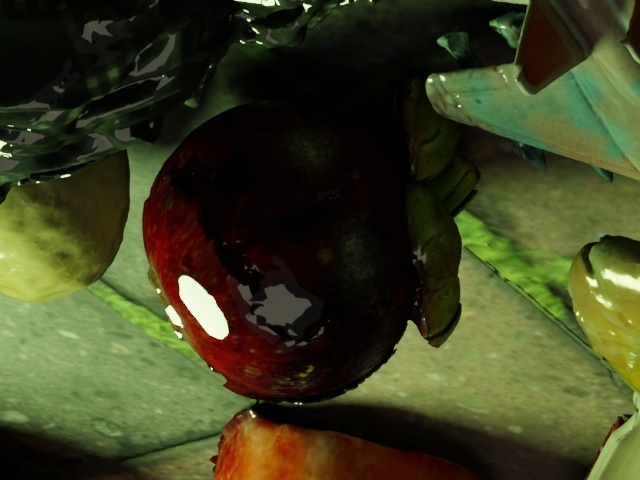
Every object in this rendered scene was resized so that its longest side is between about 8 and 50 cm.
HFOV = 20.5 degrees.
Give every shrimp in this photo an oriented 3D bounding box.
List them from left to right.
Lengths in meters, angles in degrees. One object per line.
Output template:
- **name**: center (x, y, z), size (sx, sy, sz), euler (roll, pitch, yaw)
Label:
- **shrimp**: center (0.221, 0.077, 0.959), size (0.145, 0.061, 0.267), euler (20, 157, 36)

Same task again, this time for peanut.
- **peanut**: center (-0.183, -0.054, 0.906), size (0.137, 0.122, 0.253), euler (-23, 138, 29)

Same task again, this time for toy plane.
- **toy plane**: center (0.186, -0.051, 0.819), size (0.223, 0.104, 0.326), euler (-14, 143, 34)

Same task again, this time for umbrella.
- **umbrella**: center (-0.088, -0.112, 0.721), size (0.336, 0.128, 0.154), euler (-31, 123, 21)

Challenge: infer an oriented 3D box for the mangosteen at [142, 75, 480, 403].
- **mangosteen**: center (0.000, 0.000, 0.912), size (0.180, 0.166, 0.166), euler (-18, 143, -1)

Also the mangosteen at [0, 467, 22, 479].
- **mangosteen**: center (-0.313, 0.286, 1.328), size (0.288, 0.288, 0.288), euler (8, 146, 5)

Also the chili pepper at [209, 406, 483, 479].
- **chili pepper**: center (-0.011, 0.300, 1.224), size (0.229, 0.305, 0.251), euler (22, 156, -5)

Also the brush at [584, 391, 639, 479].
- **brush**: center (0.215, 0.116, 1.113), size (0.060, 0.050, 0.321), euler (15, 139, 0)
